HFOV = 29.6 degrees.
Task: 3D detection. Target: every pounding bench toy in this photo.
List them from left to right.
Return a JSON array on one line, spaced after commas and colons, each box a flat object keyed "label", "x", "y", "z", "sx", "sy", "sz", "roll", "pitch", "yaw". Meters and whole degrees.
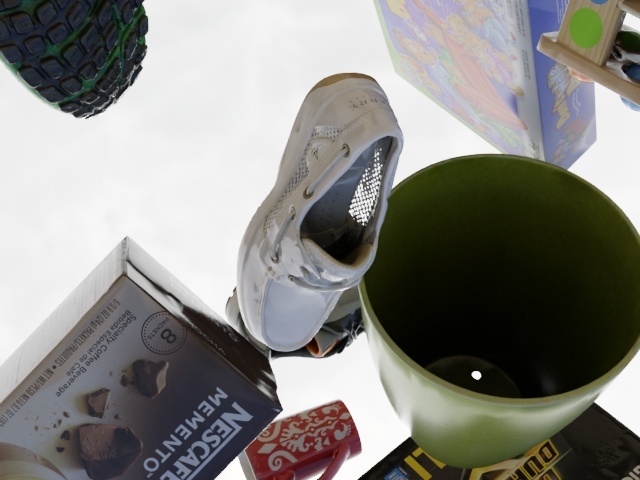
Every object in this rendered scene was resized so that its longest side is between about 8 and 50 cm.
[{"label": "pounding bench toy", "x": 0.105, "y": -0.088, "z": 0.420, "sx": 0.052, "sy": 0.065, "sz": 0.083, "roll": -15, "pitch": -140, "yaw": -40}]

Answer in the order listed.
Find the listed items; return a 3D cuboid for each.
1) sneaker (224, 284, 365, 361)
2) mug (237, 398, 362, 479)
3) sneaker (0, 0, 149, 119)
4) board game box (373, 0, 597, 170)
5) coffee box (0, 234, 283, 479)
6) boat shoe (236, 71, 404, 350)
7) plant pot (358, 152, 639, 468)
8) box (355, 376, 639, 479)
[{"label": "sneaker", "x": 0.027, "y": 0.091, "z": 1.454, "sx": 0.271, "sy": 0.100, "sz": 0.108, "roll": -11, "pitch": -135, "yaw": -18}, {"label": "mug", "x": -0.025, "y": 0.321, "z": 1.787, "sx": 0.169, "sy": 0.113, "sz": 0.150, "roll": -20, "pitch": -120, "yaw": -15}, {"label": "sneaker", "x": -0.265, "y": -0.245, "z": 0.961, "sx": 0.134, "sy": 0.343, "sz": 0.146, "roll": -43, "pitch": -156, "yaw": -18}, {"label": "board game box", "x": 0.148, "y": -0.222, "z": 1.157, "sx": 0.078, "sy": 0.347, "sz": 0.233, "roll": -44, "pitch": -119, "yaw": -9}, {"label": "coffee box", "x": -0.193, "y": 0.166, "z": 0.962, "sx": 0.297, "sy": 0.168, "sz": 0.119, "roll": -45, "pitch": -163, "yaw": 4}, {"label": "boat shoe", "x": 0.000, "y": 0.000, "z": 1.008, "sx": 0.098, "sy": 0.277, "sz": 0.096, "roll": -3, "pitch": -140, "yaw": -26}, {"label": "plant pot", "x": 0.164, "y": 0.111, "z": 1.222, "sx": 0.274, "sy": 0.293, "sz": 0.275, "roll": 1, "pitch": -125, "yaw": -2}, {"label": "box", "x": 0.209, "y": 0.303, "z": 1.404, "sx": 0.322, "sy": 0.079, "sz": 0.257, "roll": -36, "pitch": -135, "yaw": -15}]
